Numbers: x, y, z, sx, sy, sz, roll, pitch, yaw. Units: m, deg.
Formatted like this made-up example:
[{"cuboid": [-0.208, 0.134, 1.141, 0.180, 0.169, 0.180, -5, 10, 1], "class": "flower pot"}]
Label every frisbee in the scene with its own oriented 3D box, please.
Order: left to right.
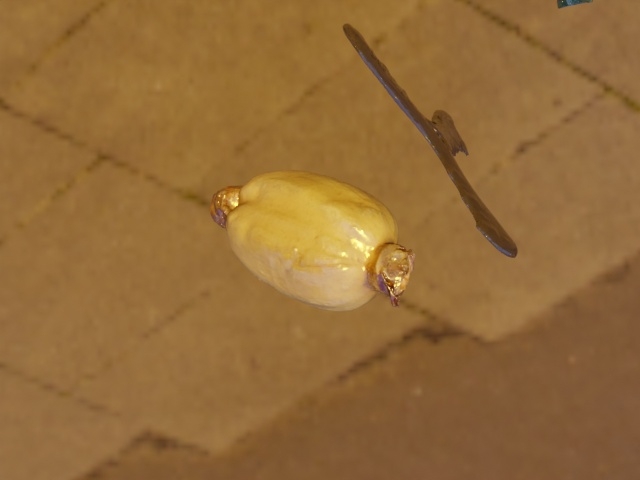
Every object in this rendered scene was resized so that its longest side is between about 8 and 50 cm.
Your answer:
[{"cuboid": [0.089, -0.083, 1.495, 0.012, 0.187, 0.211, -36, 92, 13], "class": "frisbee"}]

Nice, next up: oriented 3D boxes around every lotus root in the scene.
[{"cuboid": [0.000, 0.000, 1.102, 0.150, 0.073, 0.062, 23, 168, 40], "class": "lotus root"}]

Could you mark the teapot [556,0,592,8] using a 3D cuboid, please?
[{"cuboid": [0.219, -0.268, 1.844, 0.043, 0.111, 0.043, -22, -176, 2], "class": "teapot"}]
